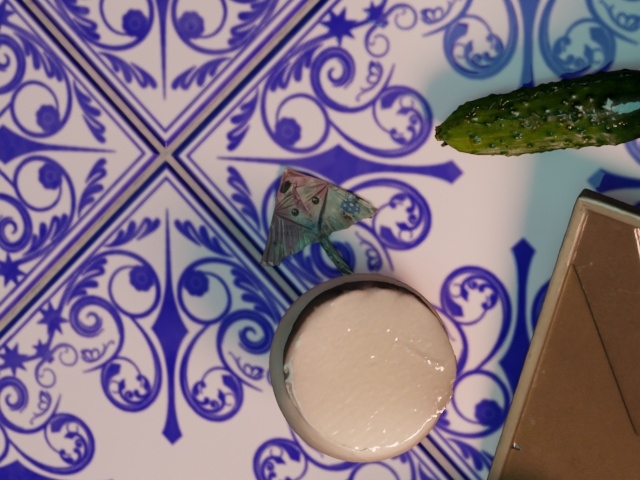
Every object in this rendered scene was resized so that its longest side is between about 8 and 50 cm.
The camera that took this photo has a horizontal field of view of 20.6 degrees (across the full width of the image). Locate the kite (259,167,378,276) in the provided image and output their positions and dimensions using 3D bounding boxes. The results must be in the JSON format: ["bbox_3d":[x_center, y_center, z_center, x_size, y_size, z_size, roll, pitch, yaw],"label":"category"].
[{"bbox_3d":[0.000,0.000,1.664,0.137,0.005,0.152,-25,93,25],"label":"kite"}]

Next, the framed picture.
[{"bbox_3d":[0.294,0.135,1.553,0.241,0.020,0.324,20,118,15],"label":"framed picture"}]

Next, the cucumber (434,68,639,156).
[{"bbox_3d":[0.203,-0.108,1.537,0.227,0.069,0.069,-8,100,24],"label":"cucumber"}]

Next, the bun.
[{"bbox_3d":[0.035,0.116,1.616,0.173,0.120,0.172,0,89,-9],"label":"bun"}]
